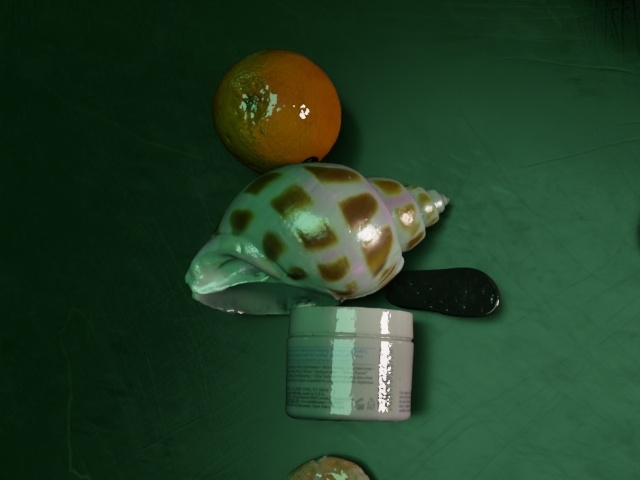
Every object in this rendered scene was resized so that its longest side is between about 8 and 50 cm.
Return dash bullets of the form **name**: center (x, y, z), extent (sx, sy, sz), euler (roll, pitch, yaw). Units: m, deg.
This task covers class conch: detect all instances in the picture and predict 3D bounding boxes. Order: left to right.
- **conch**: center (-0.001, 0.000, 1.228), extent (0.368, 0.249, 0.197), euler (5, 53, 0)

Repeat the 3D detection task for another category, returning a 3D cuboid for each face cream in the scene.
- **face cream**: center (0.040, 0.174, 1.189), extent (0.177, 0.177, 0.152), euler (0, 82, 15)

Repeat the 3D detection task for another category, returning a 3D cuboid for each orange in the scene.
- **orange**: center (-0.066, -0.189, 1.271), extent (0.206, 0.206, 0.206), euler (-3, 80, 15)

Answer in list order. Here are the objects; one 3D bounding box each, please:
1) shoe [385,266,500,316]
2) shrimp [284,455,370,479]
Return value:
- **shoe**: center (0.182, 0.077, 1.239), extent (0.179, 0.049, 0.071), euler (1, 75, 35)
- **shrimp**: center (-0.023, 0.460, 1.213), extent (0.168, 0.077, 0.317), euler (24, 85, 15)
